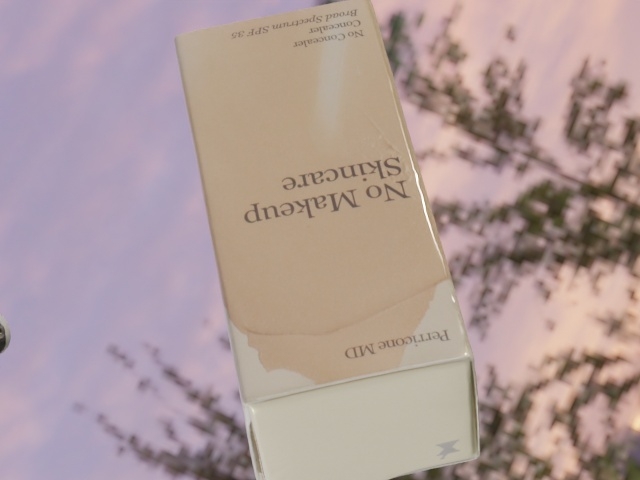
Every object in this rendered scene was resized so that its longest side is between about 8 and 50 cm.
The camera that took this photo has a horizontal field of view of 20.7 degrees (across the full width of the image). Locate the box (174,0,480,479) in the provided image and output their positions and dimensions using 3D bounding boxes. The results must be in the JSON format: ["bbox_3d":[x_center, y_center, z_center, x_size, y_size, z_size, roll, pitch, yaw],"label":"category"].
[{"bbox_3d":[0.000,0.000,1.144,0.121,0.148,0.311,82,175,-52],"label":"box"}]

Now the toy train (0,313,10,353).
[{"bbox_3d":[-0.291,0.096,1.217,0.184,0.105,0.080,-33,-77,-52],"label":"toy train"}]
